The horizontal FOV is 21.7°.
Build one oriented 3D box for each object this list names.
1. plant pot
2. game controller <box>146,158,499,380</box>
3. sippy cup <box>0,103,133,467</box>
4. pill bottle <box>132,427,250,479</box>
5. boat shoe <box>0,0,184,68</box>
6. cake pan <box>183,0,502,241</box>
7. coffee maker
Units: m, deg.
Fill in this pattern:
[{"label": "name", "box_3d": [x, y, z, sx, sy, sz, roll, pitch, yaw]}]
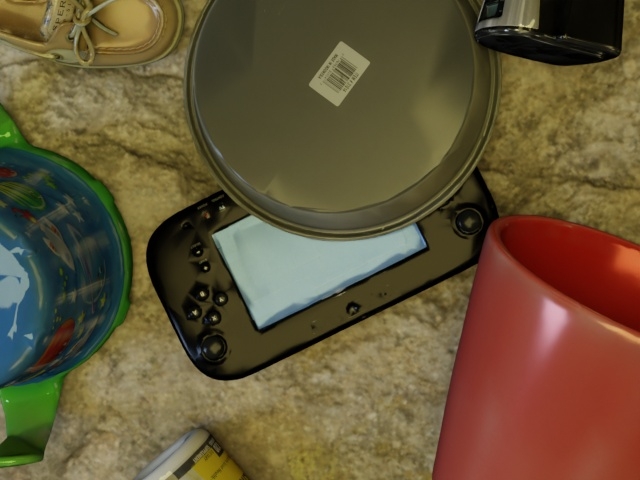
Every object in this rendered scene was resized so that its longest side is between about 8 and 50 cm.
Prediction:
[{"label": "plant pot", "box_3d": [0.230, 0.144, 1.465, 0.275, 0.275, 0.243, 22, 107, 0]}, {"label": "game controller", "box_3d": [0.000, 0.000, 1.545, 0.319, 0.067, 0.166, -27, 95, 6]}, {"label": "sippy cup", "box_3d": [-0.300, 0.036, 1.490, 0.240, 0.224, 0.305, -43, 93, 7]}, {"label": "pill bottle", "box_3d": [-0.091, 0.274, 1.569, 0.103, 0.103, 0.184, -40, 94, 8]}, {"label": "boat shoe", "box_3d": [-0.268, -0.216, 1.521, 0.285, 0.089, 0.104, 10, 98, 2]}, {"label": "cake pan", "box_3d": [0.015, -0.147, 1.501, 0.293, 0.054, 0.293, 0, 86, 8]}, {"label": "coffee maker", "box_3d": [0.227, -0.246, 1.457, 0.171, 0.120, 0.178, 7, 88, 1]}]
